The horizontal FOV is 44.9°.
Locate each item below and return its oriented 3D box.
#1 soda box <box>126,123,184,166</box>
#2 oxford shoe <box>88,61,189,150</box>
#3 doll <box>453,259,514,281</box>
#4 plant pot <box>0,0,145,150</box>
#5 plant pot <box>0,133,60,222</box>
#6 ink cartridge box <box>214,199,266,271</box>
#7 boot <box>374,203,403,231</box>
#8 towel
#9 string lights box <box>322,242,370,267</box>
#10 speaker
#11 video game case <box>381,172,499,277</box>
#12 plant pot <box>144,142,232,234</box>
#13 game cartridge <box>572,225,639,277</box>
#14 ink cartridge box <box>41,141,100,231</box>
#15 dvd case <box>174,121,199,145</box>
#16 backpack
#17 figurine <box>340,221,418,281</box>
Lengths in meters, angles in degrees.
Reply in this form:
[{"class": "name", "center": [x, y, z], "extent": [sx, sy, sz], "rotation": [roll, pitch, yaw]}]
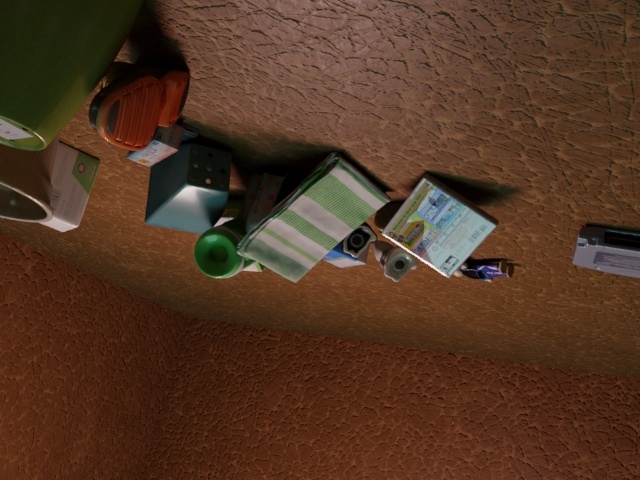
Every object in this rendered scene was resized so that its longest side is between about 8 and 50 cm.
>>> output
[{"class": "soda box", "center": [-0.380, -0.223, 1.777], "extent": [0.063, 0.058, 0.183], "rotation": [22, 160, -29]}, {"class": "oxford shoe", "center": [-0.345, -0.247, 1.370], "extent": [0.133, 0.130, 0.363], "rotation": [18, -163, 1]}, {"class": "doll", "center": [0.456, 0.088, 2.212], "extent": [0.129, 0.046, 0.189], "rotation": [28, 158, -38]}, {"class": "plant pot", "center": [-0.452, -0.301, 1.212], "extent": [0.275, 0.293, 0.275], "rotation": [13, 164, 4]}, {"class": "plant pot", "center": [-0.663, -0.238, 1.582], "extent": [0.334, 0.305, 0.334], "rotation": [13, 164, 4]}, {"class": "ink cartridge box", "center": [-0.268, -0.015, 2.232], "extent": [0.255, 0.097, 0.188], "rotation": [1, 126, 39]}, {"class": "boot", "center": [0.288, -0.015, 1.914], "extent": [0.262, 0.095, 0.203], "rotation": [3, 160, 38]}, {"class": "towel", "center": [-0.013, -0.043, 1.808], "extent": [0.248, 0.325, 0.038], "rotation": [32, -159, -48]}, {"class": "string lights box", "center": [0.000, 0.000, 2.240], "extent": [0.260, 0.076, 0.133], "rotation": [23, 161, -29]}, {"class": "speaker", "center": [-0.214, 0.013, 1.943], "extent": [0.131, 0.131, 0.296], "rotation": [11, -170, 10]}, {"class": "video game case", "center": [0.267, -0.030, 1.758], "extent": [0.193, 0.023, 0.212], "rotation": [33, 136, 0]}, {"class": "plant pot", "center": [-0.306, -0.137, 1.873], "extent": [0.166, 0.165, 0.234], "rotation": [11, 159, -25]}, {"class": "game cartridge", "center": [0.742, 0.037, 1.795], "extent": [0.294, 0.060, 0.196], "rotation": [9, 160, 16]}, {"class": "ink cartridge box", "center": [-0.791, -0.184, 2.046], "extent": [0.353, 0.207, 0.119], "rotation": [27, 158, -35]}, {"class": "dvd case", "center": [-0.393, -0.251, 1.830], "extent": [0.165, 0.018, 0.221], "rotation": [19, 163, -20]}, {"class": "backpack", "center": [-0.108, -0.070, 1.896], "extent": [0.144, 0.188, 0.166], "rotation": [4, 162, 30]}, {"class": "figurine", "center": [0.137, 0.012, 2.058], "extent": [0.215, 0.092, 0.209], "rotation": [31, -175, -14]}]
